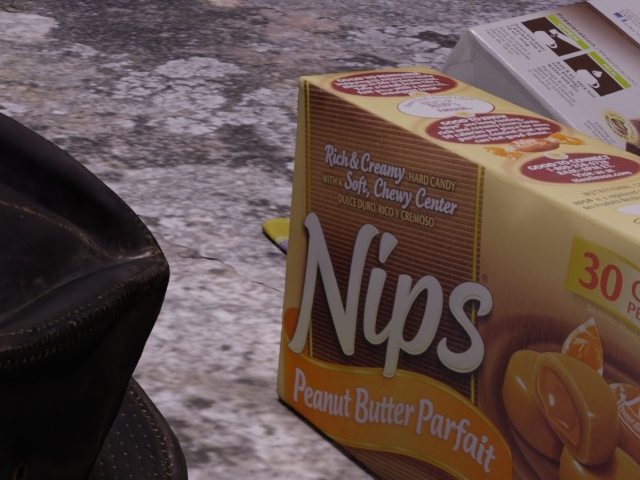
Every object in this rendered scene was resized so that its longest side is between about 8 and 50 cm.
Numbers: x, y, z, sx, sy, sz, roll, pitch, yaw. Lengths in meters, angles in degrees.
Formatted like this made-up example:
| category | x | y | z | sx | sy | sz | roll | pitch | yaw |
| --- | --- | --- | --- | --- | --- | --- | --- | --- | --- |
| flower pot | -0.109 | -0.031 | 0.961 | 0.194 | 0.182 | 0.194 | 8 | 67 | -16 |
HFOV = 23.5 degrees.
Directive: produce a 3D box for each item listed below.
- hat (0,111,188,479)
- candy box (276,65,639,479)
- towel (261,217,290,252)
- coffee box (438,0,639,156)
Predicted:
| category | x | y | z | sx | sy | sz | roll | pitch | yaw |
| --- | --- | --- | --- | --- | --- | --- | --- | --- | --- |
| hat | -0.146 | 0.024 | 0.558 | 0.331 | 0.134 | 0.331 | 36 | 23 | -17 |
| candy box | 0.098 | 0.047 | 0.703 | 0.088 | 0.182 | 0.316 | -8 | 24 | -31 |
| towel | 0.000 | 0.000 | 1.053 | 0.060 | 0.009 | 0.083 | -4 | 22 | -23 |
| coffee box | 0.171 | -0.056 | 0.973 | 0.119 | 0.168 | 0.297 | 47 | 38 | 19 |
